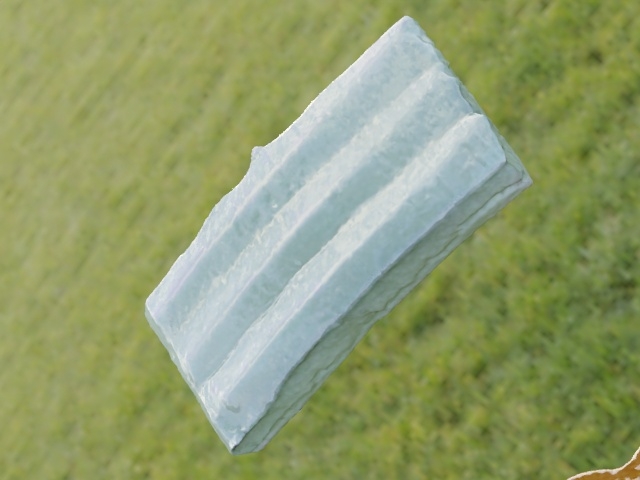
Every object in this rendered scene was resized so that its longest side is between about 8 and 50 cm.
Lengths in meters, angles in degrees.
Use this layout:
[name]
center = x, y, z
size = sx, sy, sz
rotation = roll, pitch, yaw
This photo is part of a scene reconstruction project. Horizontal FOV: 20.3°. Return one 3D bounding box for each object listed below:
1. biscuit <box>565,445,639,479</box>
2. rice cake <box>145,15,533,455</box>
[biscuit]
center = 0.214, 0.127, 0.774
size = 0.333, 0.047, 0.202
rotation = -24, 31, 24
[rice cake]
center = 0.000, 0.000, 0.947
size = 0.237, 0.043, 0.127
rotation = -48, 51, 21
